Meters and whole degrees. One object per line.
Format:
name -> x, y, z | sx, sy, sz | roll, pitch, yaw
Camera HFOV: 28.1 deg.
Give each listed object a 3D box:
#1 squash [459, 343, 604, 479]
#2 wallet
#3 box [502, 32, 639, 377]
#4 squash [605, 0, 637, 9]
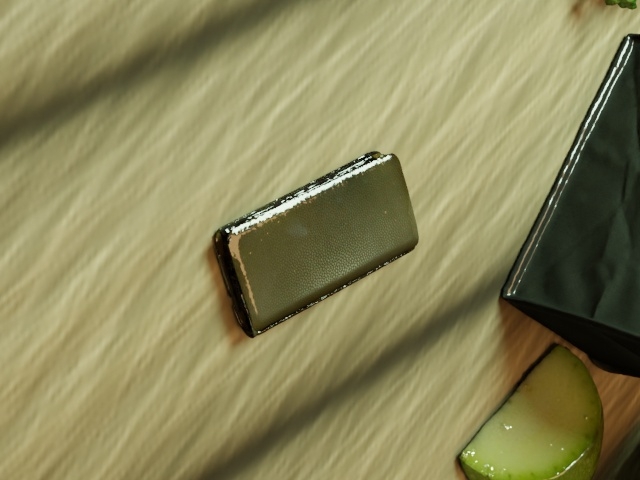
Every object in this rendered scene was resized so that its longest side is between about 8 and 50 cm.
squash -> 0.266, 0.237, 1.383 | 0.192, 0.085, 0.184 | -45, 122, -16
wallet -> 0.000, 0.000, 1.173 | 0.198, 0.031, 0.110 | -28, 115, -27
box -> 0.399, -0.023, 1.312 | 0.204, 0.251, 0.345 | 31, 82, -36
squash -> 0.407, -0.376, 1.330 | 0.378, 0.101, 0.101 | -52, 124, -19
